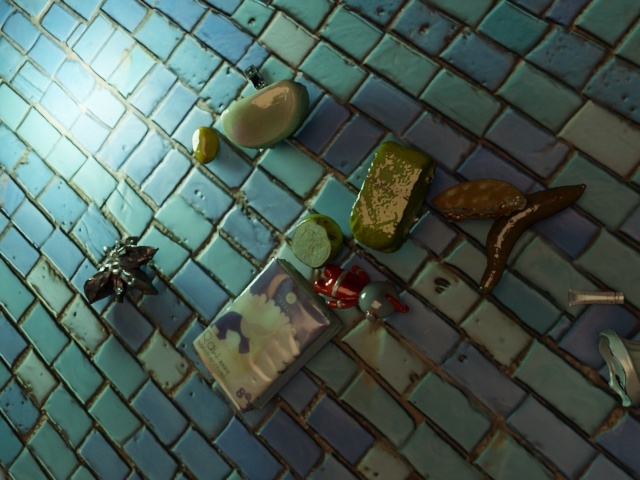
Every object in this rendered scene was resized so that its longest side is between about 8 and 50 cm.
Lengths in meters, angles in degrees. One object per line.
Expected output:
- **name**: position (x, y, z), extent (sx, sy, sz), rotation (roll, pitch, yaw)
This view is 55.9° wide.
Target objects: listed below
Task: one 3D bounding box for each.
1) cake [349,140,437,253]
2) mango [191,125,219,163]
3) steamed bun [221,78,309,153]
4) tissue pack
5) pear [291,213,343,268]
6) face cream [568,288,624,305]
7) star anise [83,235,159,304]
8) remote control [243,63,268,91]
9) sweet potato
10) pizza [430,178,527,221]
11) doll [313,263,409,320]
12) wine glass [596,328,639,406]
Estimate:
- **cake**: position (0.179, -0.099, 1.471), extent (0.156, 0.179, 0.260), rotation (26, 94, 23)
- **mango**: position (-0.334, -0.275, 1.749), extent (0.080, 0.060, 0.114), rotation (-18, 79, 19)
- **steamed bun**: position (-0.134, -0.329, 1.637), extent (0.239, 0.170, 0.152), rotation (-21, 98, 18)
- **tissue pack**: position (-0.142, 0.246, 1.558), extent (0.343, 0.125, 0.242), rotation (-46, 70, 8)
- **pear**: position (0.000, 0.000, 1.562), extent (0.141, 0.104, 0.140), rotation (8, 103, 36)
- **face cream**: position (0.618, 0.128, 1.357), extent (0.115, 0.020, 0.038), rotation (-1, 82, 21)
- **star anise**: position (-0.574, 0.082, 1.753), extent (0.258, 0.111, 0.198), rotation (-5, 79, 26)
- **remote control**: position (-0.186, -0.466, 1.751), extent (0.039, 0.014, 0.096), rotation (-37, 72, 11)
- **sweet potato**: position (0.458, -0.028, 1.403), extent (0.346, 0.079, 0.108), rotation (-49, 50, 2)
- **pizza**: position (0.374, -0.094, 1.433), extent (0.247, 0.058, 0.127), rotation (-10, 41, 39)
- **doll**: position (0.107, 0.131, 1.506), extent (0.245, 0.076, 0.142), rotation (20, 57, 20)
- **wine glass**: position (0.694, 0.245, 1.244), extent (0.197, 0.165, 0.164), rotation (-15, 76, 10)
